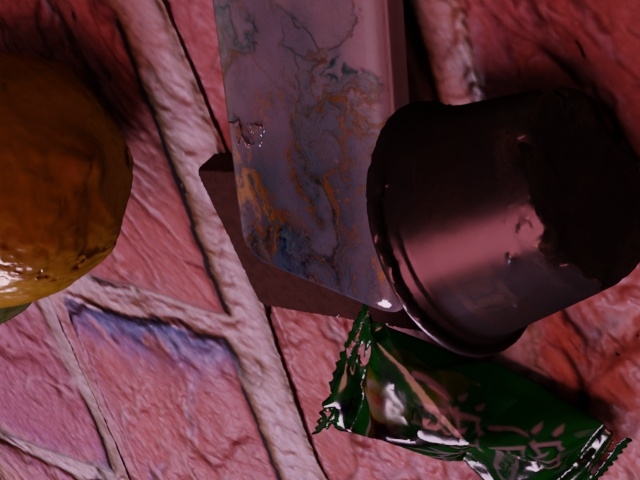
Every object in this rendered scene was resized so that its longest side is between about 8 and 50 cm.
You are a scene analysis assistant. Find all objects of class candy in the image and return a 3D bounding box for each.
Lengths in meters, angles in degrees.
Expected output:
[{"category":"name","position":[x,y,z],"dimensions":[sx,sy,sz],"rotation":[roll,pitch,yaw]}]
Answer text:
[{"category":"candy","position":[0.104,0.124,1.272],"dimensions":[0.203,0.078,0.141],"rotation":[25,155,4]}]

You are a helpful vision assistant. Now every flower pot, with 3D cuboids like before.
[{"category":"flower pot","position":[0.116,-0.020,1.050],"dimensions":[0.107,0.157,0.157],"rotation":[-19,112,38]}]

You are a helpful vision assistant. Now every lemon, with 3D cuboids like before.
[{"category":"lemon","position":[-0.243,-0.045,1.350],"dimensions":[0.231,0.192,0.192],"rotation":[-2,125,39]}]

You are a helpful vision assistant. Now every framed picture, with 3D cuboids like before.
[{"category":"framed picture","position":[0.000,0.000,1.293],"dimensions":[0.168,0.023,0.128],"rotation":[7,132,43]}]

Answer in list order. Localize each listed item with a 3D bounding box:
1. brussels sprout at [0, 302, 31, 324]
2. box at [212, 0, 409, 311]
[{"category":"brussels sprout","position":[-0.306,0.008,1.528],"dimensions":[0.183,0.131,0.145],"rotation":[-4,118,43]},{"category":"box","position":[-0.004,-0.088,1.162],"dimensions":[0.142,0.044,0.285],"rotation":[20,132,32]}]
